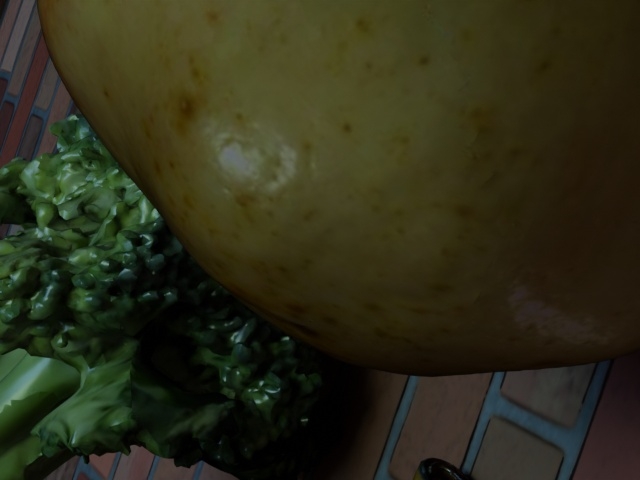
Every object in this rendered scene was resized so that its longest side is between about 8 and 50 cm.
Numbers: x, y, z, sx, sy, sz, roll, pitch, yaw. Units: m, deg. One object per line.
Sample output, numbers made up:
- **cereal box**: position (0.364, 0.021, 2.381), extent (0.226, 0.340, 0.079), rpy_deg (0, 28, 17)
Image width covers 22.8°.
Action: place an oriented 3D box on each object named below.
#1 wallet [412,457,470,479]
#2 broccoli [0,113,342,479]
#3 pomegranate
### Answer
- **wallet**: position (0.067, 0.234, 0.906), extent (0.161, 0.042, 0.195), rpy_deg (-65, 26, 16)
- **broccoli**: position (-0.136, 0.059, 1.154), extent (0.338, 0.277, 0.317), rpy_deg (-1, 37, 40)
- **pomegranate**: position (0.067, -0.133, 0.748), extent (0.411, 0.411, 0.411), rpy_deg (-44, 36, 46)
